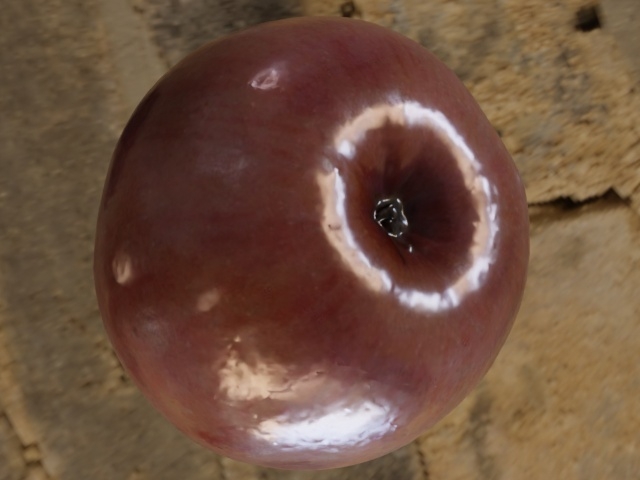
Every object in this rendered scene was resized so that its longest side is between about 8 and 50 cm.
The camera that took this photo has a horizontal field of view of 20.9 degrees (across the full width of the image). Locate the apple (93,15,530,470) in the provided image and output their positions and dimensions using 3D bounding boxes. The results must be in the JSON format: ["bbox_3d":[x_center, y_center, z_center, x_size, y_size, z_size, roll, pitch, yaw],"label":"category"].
[{"bbox_3d":[0.000,0.000,0.580,0.120,0.153,0.153,-8,-80,56],"label":"apple"}]
